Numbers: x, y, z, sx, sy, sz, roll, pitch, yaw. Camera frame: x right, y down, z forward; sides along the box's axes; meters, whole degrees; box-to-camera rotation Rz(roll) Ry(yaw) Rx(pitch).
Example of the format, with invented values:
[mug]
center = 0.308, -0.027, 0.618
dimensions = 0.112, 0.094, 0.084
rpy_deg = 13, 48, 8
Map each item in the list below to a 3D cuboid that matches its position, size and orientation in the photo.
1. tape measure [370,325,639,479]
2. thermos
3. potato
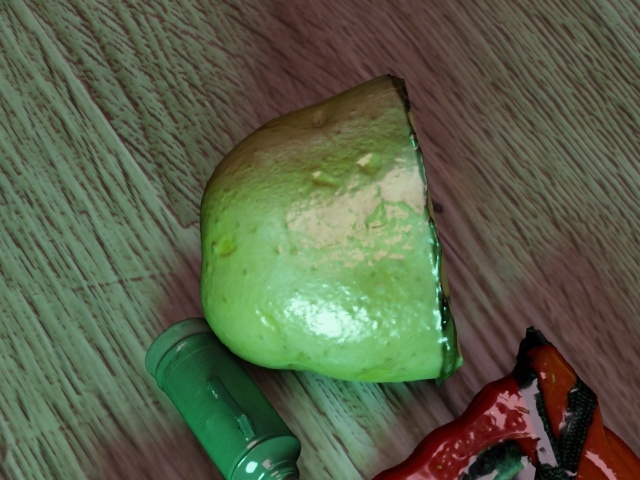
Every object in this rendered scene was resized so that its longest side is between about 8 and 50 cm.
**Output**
[tape measure]
center = 0.175, 0.242, 1.112
dimensions = 0.253, 0.114, 0.260
rpy_deg = -35, 74, -17
[thermos]
center = -0.073, 0.148, 1.115
dimensions = 0.073, 0.083, 0.188
rpy_deg = -6, 41, -39
[potato]
center = 0.000, 0.000, 1.152
dimensions = 0.242, 0.242, 0.285
rpy_deg = -8, 86, -8
